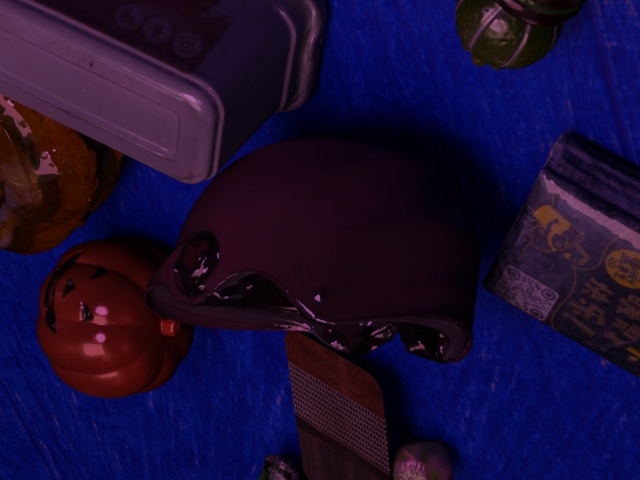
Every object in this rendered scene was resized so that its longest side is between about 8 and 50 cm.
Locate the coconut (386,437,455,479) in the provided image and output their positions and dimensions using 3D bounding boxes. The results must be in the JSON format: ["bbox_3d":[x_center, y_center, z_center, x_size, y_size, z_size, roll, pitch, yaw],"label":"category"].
[{"bbox_3d":[0.114,0.267,1.794,0.083,0.081,0.082,6,129,27],"label":"coconut"}]

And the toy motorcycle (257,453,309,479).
[{"bbox_3d":[-0.020,0.339,1.982,0.190,0.074,0.106,49,150,-19],"label":"toy motorcycle"}]

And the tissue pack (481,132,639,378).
[{"bbox_3d":[0.292,0.037,1.417,0.257,0.081,0.185,29,143,7],"label":"tissue pack"}]

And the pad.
[{"bbox_3d":[0.056,0.264,1.747,0.323,0.055,0.250,-131,28,-52],"label":"pad"}]

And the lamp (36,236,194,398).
[{"bbox_3d":[-0.225,0.088,1.774,0.164,0.188,0.188,5,133,30],"label":"lamp"}]

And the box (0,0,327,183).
[{"bbox_3d":[-0.173,-0.188,1.442,0.312,0.182,0.175,25,141,11],"label":"box"}]

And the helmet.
[{"bbox_3d":[0.000,0.000,1.479,0.338,0.197,0.271,4,171,42],"label":"helmet"}]

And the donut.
[{"bbox_3d":[-0.355,-0.118,1.672,0.330,0.160,0.330,15,142,13],"label":"donut"}]

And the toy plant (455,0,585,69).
[{"bbox_3d":[0.164,-0.200,1.256,0.093,0.093,0.162,33,145,3],"label":"toy plant"}]
